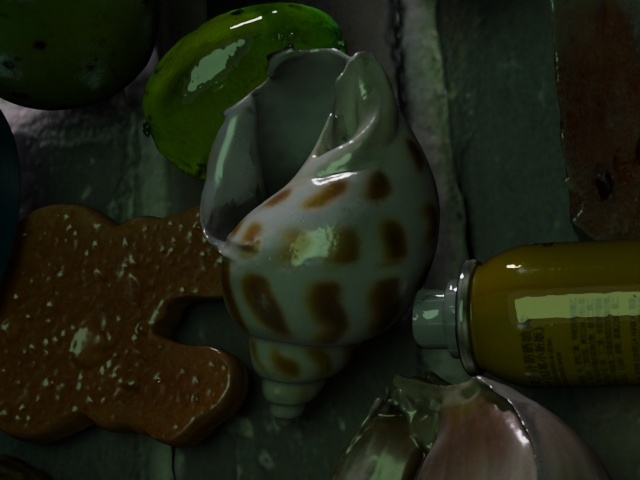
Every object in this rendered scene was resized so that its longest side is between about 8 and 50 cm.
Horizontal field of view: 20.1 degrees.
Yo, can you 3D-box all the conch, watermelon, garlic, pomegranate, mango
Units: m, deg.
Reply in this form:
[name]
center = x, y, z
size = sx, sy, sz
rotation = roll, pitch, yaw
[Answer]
[conch]
center = 0.000, 0.000, 1.358
size = 0.182, 0.149, 0.275
rotation = 20, 81, 46
[watermelon]
center = 0.213, -0.095, 1.312
size = 0.094, 0.154, 0.241
rotation = 0, 90, 24
[garlic]
center = 0.091, 0.214, 1.230
size = 0.237, 0.210, 0.292
rotation = 2, 68, 18
[pomegranate]
center = -0.209, -0.218, 1.507
size = 0.248, 0.202, 0.202
rotation = -37, 60, -23
[mango]
center = -0.060, -0.125, 1.450
size = 0.178, 0.100, 0.119
rotation = -33, 107, 7

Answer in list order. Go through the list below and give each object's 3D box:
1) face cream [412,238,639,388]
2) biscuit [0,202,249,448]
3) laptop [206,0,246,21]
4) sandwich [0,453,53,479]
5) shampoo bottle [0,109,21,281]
[face cream]
center = 0.235, 0.049, 1.247
size = 0.348, 0.105, 0.105
rotation = -3, 74, 18
[biscuit]
center = -0.198, 0.067, 1.484
size = 0.334, 0.047, 0.202
rotation = -1, 74, 25
[laptop]
center = -0.060, -0.253, 1.459
size = 0.016, 0.197, 0.135
rotation = 3, 74, -20
[sandwich]
center = -0.350, 0.301, 1.367
size = 0.131, 0.262, 0.325
rotation = 30, 89, 26
[shampoo bottle]
center = -0.476, -0.052, 1.446
size = 0.331, 0.342, 0.331
rotation = -14, 64, 30
